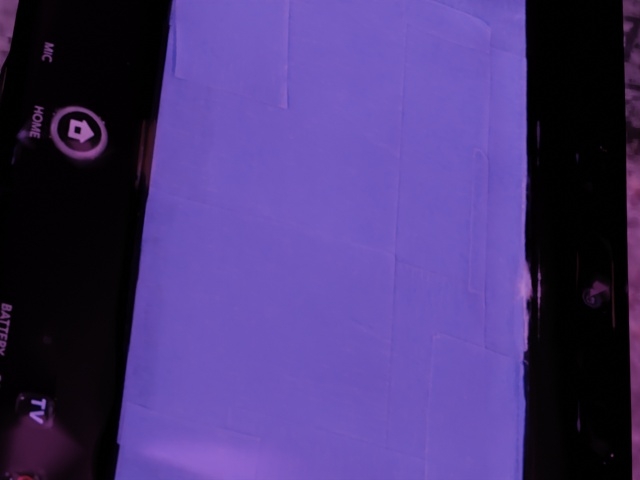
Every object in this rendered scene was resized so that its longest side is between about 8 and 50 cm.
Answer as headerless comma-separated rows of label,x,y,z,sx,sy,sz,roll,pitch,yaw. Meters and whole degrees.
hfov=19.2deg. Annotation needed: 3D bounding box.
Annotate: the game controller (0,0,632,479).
game controller,0.000,0.000,0.453,0.166,0.067,0.319,22,55,-29
